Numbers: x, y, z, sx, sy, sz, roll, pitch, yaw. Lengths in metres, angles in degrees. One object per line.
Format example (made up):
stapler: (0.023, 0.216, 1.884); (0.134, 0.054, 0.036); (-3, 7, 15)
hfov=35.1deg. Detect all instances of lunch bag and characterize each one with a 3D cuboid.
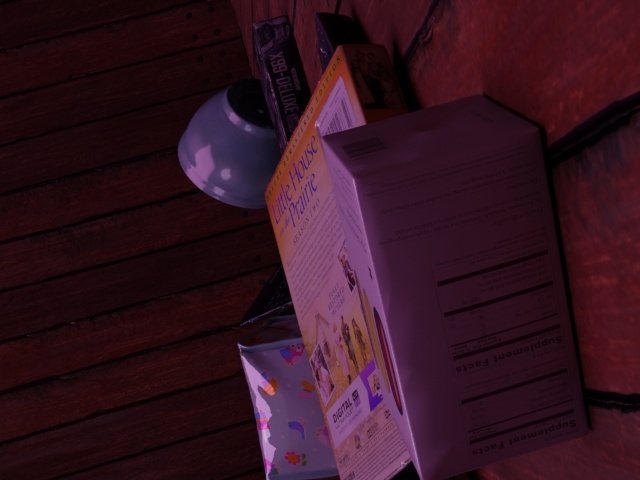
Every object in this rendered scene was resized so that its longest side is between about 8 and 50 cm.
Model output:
lunch bag: (0.040, 0.213, 1.452); (0.160, 0.262, 0.223); (-33, -68, -70)

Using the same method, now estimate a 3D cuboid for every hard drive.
hard drive: (0.046, -0.151, 1.297); (0.172, 0.054, 0.254); (-110, 7, -45)

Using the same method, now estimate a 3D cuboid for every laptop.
laptop: (-0.050, -0.008, 1.716); (0.136, 0.264, 0.234); (47, -132, -16)

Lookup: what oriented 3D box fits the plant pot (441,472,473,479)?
plant pot: (0.113, 0.424, 1.357); (0.256, 0.257, 0.274); (-111, 32, -49)

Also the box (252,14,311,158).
box: (-0.065, -0.275, 2.089); (0.242, 0.077, 0.307); (107, 148, -82)

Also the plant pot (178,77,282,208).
plant pot: (-0.160, -0.246, 2.328); (0.196, 0.293, 0.293); (-61, 36, 42)

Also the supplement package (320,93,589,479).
supplement package: (0.100, 0.033, 0.766); (0.139, 0.134, 0.244); (-117, 13, -70)

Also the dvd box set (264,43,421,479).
dvd box set: (0.050, 0.046, 1.098); (0.307, 0.062, 0.420); (122, 138, -53)

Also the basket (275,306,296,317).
basket: (0.026, 0.231, 1.684); (0.227, 0.154, 0.204); (34, -145, -27)
